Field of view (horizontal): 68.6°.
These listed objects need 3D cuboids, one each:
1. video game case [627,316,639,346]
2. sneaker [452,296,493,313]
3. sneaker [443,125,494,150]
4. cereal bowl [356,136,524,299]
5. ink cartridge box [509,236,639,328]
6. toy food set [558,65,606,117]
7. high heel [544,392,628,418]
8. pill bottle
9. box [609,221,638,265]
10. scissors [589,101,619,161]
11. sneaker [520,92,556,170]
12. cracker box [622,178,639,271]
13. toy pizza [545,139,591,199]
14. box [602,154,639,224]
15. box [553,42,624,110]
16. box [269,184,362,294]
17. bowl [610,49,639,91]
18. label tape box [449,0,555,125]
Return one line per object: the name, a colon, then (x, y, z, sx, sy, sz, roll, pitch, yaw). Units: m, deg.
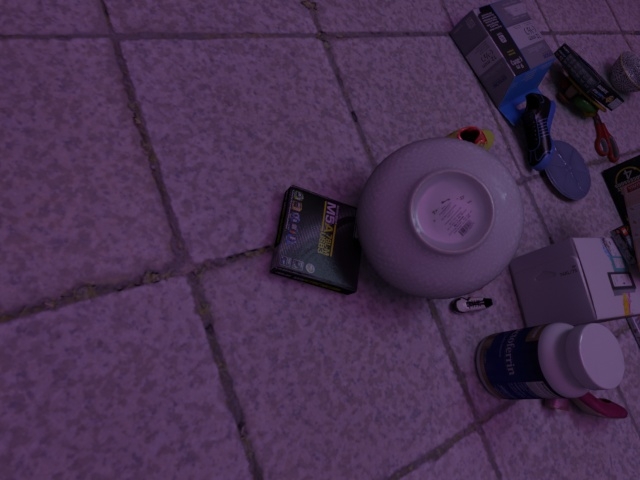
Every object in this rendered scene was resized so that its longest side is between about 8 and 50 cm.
video game case: (1.009, 0.273, 1.404, 0.201, 0.023, 0.183, -15, 79, -30)
sneaker: (0.359, 0.148, 1.108, 0.109, 0.044, 0.040, -4, 76, -26)
sneaker: (0.405, -0.266, 1.249, 0.209, 0.094, 0.081, -20, 81, -32)
cereal bowl: (0.242, -0.050, 0.929, 0.339, 0.141, 0.338, 0, 84, 1)
ink cartridge box: (0.662, 0.111, 1.183, 0.270, 0.198, 0.197, 0, 72, -27)
toy food set: (0.857, -0.485, 1.578, 0.218, 0.071, 0.128, 37, 36, -10)
high heel: (0.657, 0.369, 1.159, 0.244, 0.082, 0.117, 13, 76, -9)
pill bottle: (0.478, 0.257, 0.998, 0.153, 0.265, 0.153, 9, 68, -24)
box: (0.777, -0.001, 1.151, 0.137, 0.027, 0.093, -18, 78, -31)
scissors: (0.976, -0.411, 1.637, 0.109, 0.021, 0.296, 7, 68, -22)
sneaker: (0.630, -0.322, 1.381, 0.091, 0.081, 0.232, 15, 75, -22)
cracker box: (0.822, -0.023, 1.125, 0.156, 0.067, 0.232, 15, 64, -22)
toy pizza: (0.751, -0.215, 1.443, 0.201, 0.032, 0.201, 9, 69, -23)
box: (1.096, -0.149, 1.383, 0.097, 0.395, 0.318, -12, 79, -32)
box: (0.892, -0.544, 1.563, 0.175, 0.051, 0.220, 14, 46, -34)
box: (0.000, 0.000, 0.977, 0.184, 0.045, 0.190, 18, 66, -19)
bowl: (1.149, -0.617, 1.760, 0.170, 0.080, 0.170, 9, 69, -23)
label tape box: (0.590, -0.553, 1.436, 0.249, 0.115, 0.347, -30, 86, -31)
